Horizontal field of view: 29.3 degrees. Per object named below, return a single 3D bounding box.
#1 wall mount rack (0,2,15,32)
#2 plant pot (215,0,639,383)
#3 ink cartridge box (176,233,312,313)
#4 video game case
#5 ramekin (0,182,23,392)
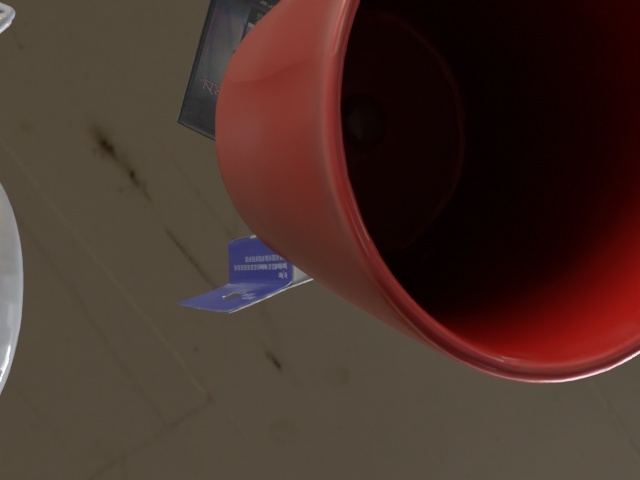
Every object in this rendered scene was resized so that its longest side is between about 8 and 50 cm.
[{"bbox_3d":[-0.533,-0.255,1.385,0.304,0.130,0.350,-41,-54,-12],"label":"wall mount rack"},{"bbox_3d":[0.070,-0.068,0.730,0.275,0.243,0.275,-2,-86,-26],"label":"plant pot"},{"bbox_3d":[0.000,0.000,1.368,0.307,0.303,0.072,-17,-87,-16],"label":"ink cartridge box"},{"bbox_3d":[-0.048,-0.189,1.396,0.196,0.026,0.274,27,-42,2],"label":"video game case"},{"bbox_3d":[-0.349,0.043,0.953,0.135,0.277,0.277,7,-60,-44],"label":"ramekin"}]
